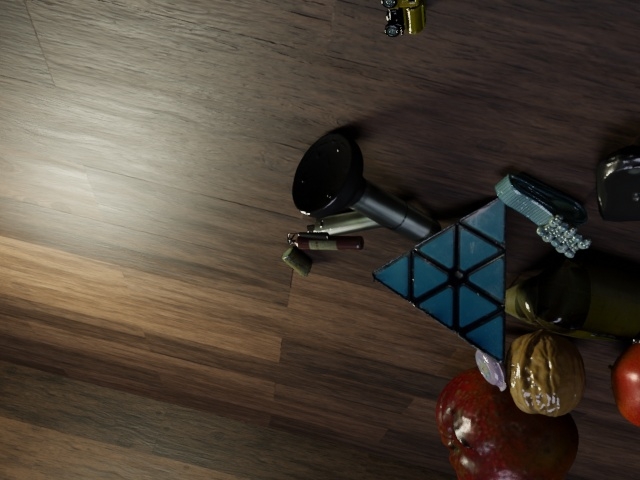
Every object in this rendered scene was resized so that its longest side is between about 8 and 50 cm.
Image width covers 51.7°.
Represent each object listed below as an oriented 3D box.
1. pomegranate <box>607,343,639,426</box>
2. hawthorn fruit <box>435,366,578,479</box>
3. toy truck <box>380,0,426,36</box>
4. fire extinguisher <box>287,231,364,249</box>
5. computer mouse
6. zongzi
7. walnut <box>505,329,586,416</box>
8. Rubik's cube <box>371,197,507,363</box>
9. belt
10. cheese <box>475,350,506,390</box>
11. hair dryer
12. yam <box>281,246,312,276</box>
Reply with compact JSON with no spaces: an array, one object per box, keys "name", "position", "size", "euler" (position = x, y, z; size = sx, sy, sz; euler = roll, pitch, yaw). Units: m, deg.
[{"name":"pomegranate","position":[0.791,0.337,1.560],"size":[0.221,0.221,0.256],"euler":[24,175,-17]},{"name":"hawthorn fruit","position":[0.536,0.535,1.869],"size":[0.402,0.403,0.403],"euler":[11,151,6]},{"name":"toy truck","position":[0.111,-0.317,0.878],"size":[0.054,0.049,0.083],"euler":[4,150,15]},{"name":"fire extinguisher","position":[0.000,0.000,1.317],"size":[0.173,0.035,0.049],"euler":[1,174,26]},{"name":"computer mouse","position":[0.506,-0.096,1.061],"size":[0.122,0.073,0.217],"euler":[3,155,24]},{"name":"zongzi","position":[0.555,0.139,1.413],"size":[0.289,0.154,0.317],"euler":[15,170,-9]},{"name":"walnut","position":[0.557,0.325,1.641],"size":[0.213,0.213,0.213],"euler":[11,151,6]},{"name":"Rubik's cube","position":[0.288,0.076,1.317],"size":[0.229,0.233,0.228],"euler":[49,160,-18]},{"name":"belt","position":[0.389,-0.052,1.167],"size":[0.179,0.100,0.065],"euler":[25,145,-13]},{"name":"cheese","position":[0.420,0.295,1.688],"size":[0.042,0.191,0.105],"euler":[-20,154,-13]},{"name":"hair dryer","position":[0.039,-0.042,1.291],"size":[0.284,0.156,0.320],"euler":[-21,145,31]},{"name":"yam","position":[-0.056,0.050,1.594],"size":[0.043,0.043,0.094],"euler":[-12,140,38]}]
